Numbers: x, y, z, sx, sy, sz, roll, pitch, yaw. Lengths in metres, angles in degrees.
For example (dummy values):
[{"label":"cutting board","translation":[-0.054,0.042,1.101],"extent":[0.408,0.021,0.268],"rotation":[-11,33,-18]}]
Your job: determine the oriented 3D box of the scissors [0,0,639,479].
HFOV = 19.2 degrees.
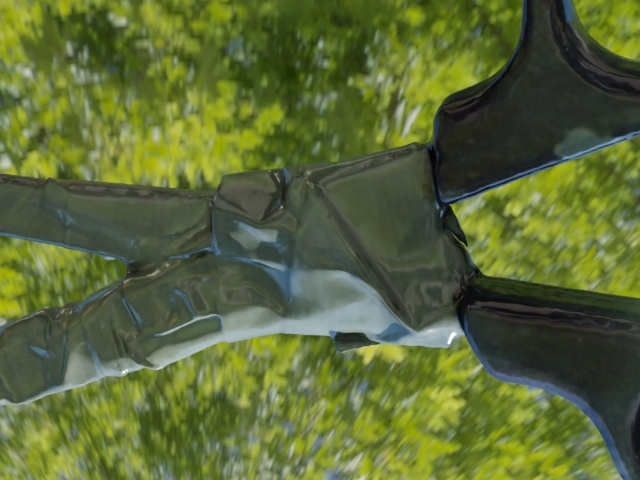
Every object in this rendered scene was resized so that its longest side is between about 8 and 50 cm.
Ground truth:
[{"label":"scissors","translation":[0.000,0.000,0.640],"extent":[0.383,0.029,0.256],"rotation":[-3,-70,23]}]
